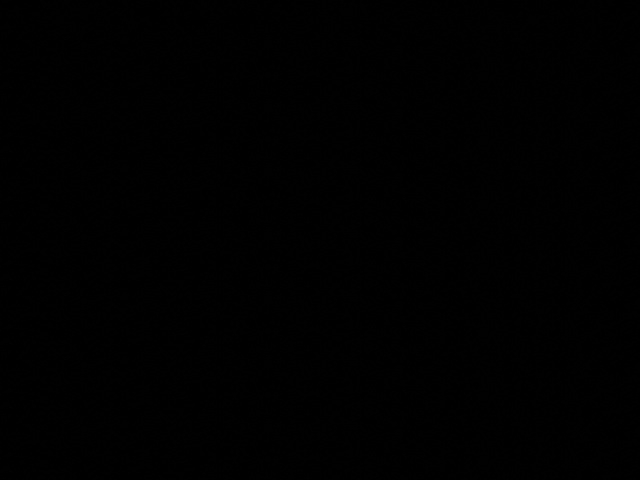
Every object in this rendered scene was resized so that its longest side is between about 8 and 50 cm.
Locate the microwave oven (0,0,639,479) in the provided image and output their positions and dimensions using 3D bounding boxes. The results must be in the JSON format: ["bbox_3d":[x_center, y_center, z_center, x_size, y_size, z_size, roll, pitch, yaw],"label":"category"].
[{"bbox_3d":[-0.040,-0.022,0.131,0.432,0.374,0.236,-20,-107,-52],"label":"microwave oven"}]
